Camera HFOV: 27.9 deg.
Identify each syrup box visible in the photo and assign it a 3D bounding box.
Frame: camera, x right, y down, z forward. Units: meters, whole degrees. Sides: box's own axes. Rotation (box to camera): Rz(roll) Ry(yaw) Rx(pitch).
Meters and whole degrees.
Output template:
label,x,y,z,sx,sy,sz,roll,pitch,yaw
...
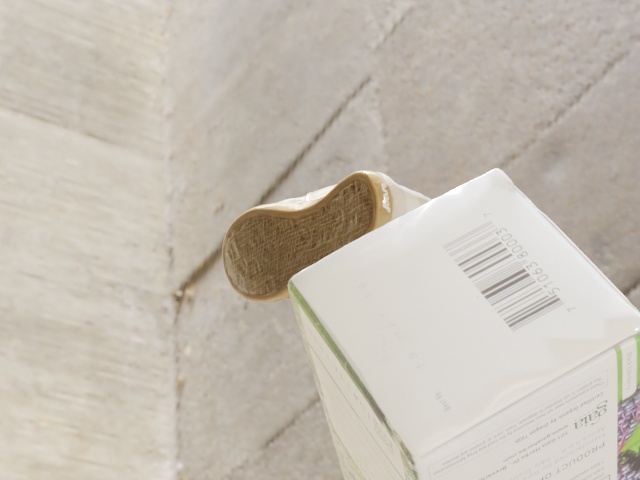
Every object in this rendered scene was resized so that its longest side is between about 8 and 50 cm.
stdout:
label,x,y,z,sx,sy,sz,roll,pitch,yaw
syrup box,0.067,0.097,0.521,0.093,0.096,0.237,53,166,41

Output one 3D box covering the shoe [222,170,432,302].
label,x,y,z,sx,sy,sz,roll,pitch,yaw
shoe,0.000,0.000,0.963,0.219,0.058,0.077,-20,78,52
